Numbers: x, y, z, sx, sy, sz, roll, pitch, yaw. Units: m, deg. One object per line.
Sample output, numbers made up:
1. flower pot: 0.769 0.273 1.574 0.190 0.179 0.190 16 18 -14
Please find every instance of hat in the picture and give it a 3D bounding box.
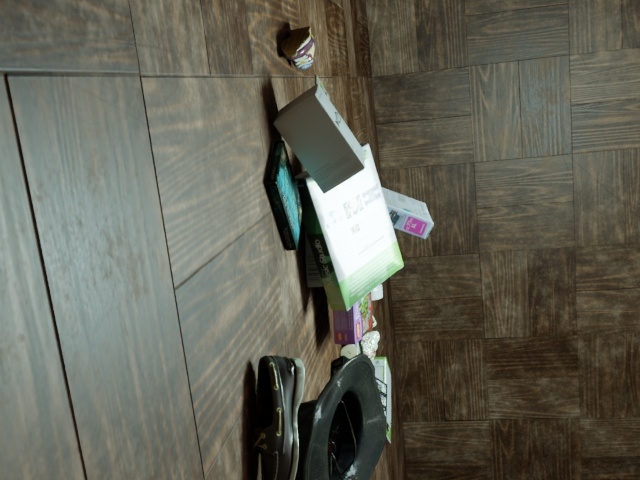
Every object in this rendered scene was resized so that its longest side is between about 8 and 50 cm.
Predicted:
1. hat: 0.006 0.375 1.313 0.331 0.134 0.331 0 90 -61

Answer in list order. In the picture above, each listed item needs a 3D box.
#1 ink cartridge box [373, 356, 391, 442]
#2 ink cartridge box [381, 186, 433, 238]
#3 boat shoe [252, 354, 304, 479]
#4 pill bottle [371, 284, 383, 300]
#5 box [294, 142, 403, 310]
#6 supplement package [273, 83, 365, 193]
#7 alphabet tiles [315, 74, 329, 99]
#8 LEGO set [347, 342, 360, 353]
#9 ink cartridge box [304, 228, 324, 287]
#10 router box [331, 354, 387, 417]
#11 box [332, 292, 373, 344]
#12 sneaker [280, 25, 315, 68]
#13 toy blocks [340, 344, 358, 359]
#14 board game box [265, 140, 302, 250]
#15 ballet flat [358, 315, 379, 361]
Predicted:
1. ink cartridge box: 0.188 0.548 2.357 0.189 0.097 0.255 68 22 -60
2. ink cartridge box: 0.144 -0.106 1.865 0.186 0.311 0.065 -83 -164 -71
3. boat shoe: -0.076 0.296 1.084 0.081 0.069 0.227 -29 -128 57
4. pill bottle: 0.119 0.036 2.007 0.152 0.152 0.272 -19 104 -79
5. box: 0.067 -0.033 1.572 0.232 0.058 0.322 -33 111 -41
6. supplement package: 0.001 -0.206 1.385 0.179 0.105 0.105 53 18 -19
7. alphabet tiles: 0.012 -0.328 1.962 0.198 0.009 0.237 28 58 -78
8. LEGO set: 0.112 0.404 2.199 0.182 0.060 0.244 -5 90 -68
9. ink cartridge box: 0.000 0.000 1.664 0.224 0.045 0.223 14 74 -80
10. router box: 0.104 0.406 1.829 0.179 0.046 0.133 38 37 -26
11. box: 0.079 0.096 1.724 0.201 0.057 0.293 -18 106 -72
12. sneaker: -0.041 -0.419 1.535 0.185 0.070 0.083 -75 153 -58
13. toy blocks: 0.092 0.395 1.998 0.148 0.054 0.123 75 14 -47
14. board game box: -0.070 -0.088 1.367 0.186 0.026 0.126 75 15 -45
15. ballet flat: 0.134 0.269 2.056 0.091 0.077 0.241 74 0 -50
